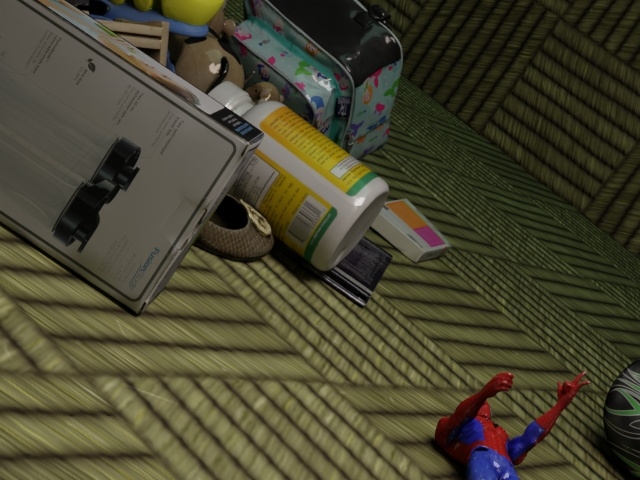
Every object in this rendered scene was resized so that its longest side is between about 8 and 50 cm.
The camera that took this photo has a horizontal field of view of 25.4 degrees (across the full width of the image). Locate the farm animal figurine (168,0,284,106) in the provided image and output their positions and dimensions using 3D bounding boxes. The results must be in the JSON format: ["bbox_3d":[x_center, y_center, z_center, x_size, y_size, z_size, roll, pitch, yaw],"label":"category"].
[{"bbox_3d":[-0.181,-0.232,1.666,0.330,0.172,0.327,22,19,-42],"label":"farm animal figurine"}]

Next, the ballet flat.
[{"bbox_3d":[-0.126,-0.037,1.370,0.250,0.058,0.084,19,21,-47],"label":"ballet flat"}]

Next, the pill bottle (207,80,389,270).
[{"bbox_3d":[-0.042,-0.073,1.497,0.208,0.117,0.117,37,14,10],"label":"pill bottle"}]

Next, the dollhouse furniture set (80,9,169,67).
[{"bbox_3d":[-0.263,-0.159,1.391,0.184,0.129,0.129,9,7,32],"label":"dollhouse furniture set"}]

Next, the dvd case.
[{"bbox_3d":[0.000,0.000,1.623,0.164,0.018,0.221,34,14,1],"label":"dvd case"}]

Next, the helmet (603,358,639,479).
[{"bbox_3d":[0.395,0.202,1.557,0.169,0.169,0.161,37,-2,11],"label":"helmet"}]

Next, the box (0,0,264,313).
[{"bbox_3d":[-0.212,-0.093,1.141,0.290,0.169,0.087,33,11,0],"label":"box"}]

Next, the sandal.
[{"bbox_3d":[-0.259,-0.239,1.525,0.317,0.138,0.126,18,16,24],"label":"sandal"}]

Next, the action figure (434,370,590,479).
[{"bbox_3d":[0.167,0.173,1.193,0.091,0.139,0.280,33,11,-11],"label":"action figure"}]

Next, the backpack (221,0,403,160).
[{"bbox_3d":[-0.013,-0.202,1.874,0.225,0.191,0.253,43,-23,24],"label":"backpack"}]

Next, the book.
[{"bbox_3d":[0.120,-0.013,1.922,0.096,0.035,0.144,41,15,14],"label":"book"}]

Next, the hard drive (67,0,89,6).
[{"bbox_3d":[-0.387,-0.256,1.290,0.237,0.064,0.339,7,6,17],"label":"hard drive"}]
